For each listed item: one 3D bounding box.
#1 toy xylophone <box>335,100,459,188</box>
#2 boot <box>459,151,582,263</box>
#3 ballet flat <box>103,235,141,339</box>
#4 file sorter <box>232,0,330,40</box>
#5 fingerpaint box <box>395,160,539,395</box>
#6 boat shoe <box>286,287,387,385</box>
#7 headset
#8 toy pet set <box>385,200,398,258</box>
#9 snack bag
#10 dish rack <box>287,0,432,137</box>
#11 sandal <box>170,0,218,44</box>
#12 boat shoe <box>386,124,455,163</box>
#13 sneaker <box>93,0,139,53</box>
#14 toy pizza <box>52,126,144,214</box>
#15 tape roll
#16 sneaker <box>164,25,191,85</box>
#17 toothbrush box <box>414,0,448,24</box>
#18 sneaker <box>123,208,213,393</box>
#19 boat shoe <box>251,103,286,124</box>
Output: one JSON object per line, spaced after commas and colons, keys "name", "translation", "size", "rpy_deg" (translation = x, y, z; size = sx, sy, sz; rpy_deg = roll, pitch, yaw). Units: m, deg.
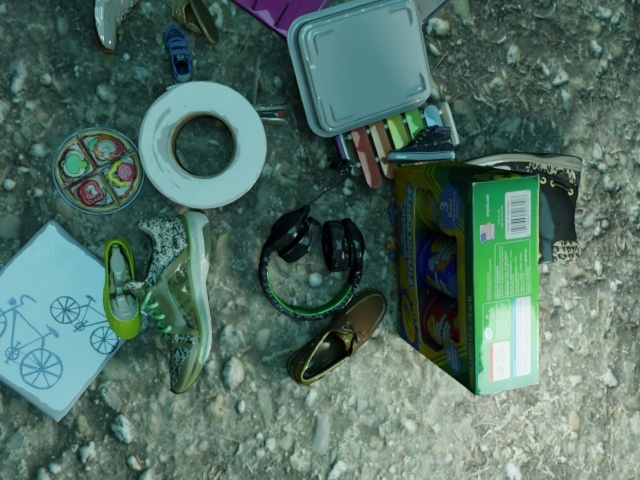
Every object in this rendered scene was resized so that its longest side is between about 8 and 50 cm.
{"name": "toy xylophone", "translation": [0.174, -0.277, 1.688], "size": [0.322, 0.081, 0.236], "rpy_deg": [-26, 93, -15]}
{"name": "boot", "translation": [0.514, -0.078, 1.743], "size": [0.377, 0.138, 0.284], "rpy_deg": [-2, 87, -20]}
{"name": "ballet flat", "translation": [-0.439, 0.105, 1.481], "size": [0.077, 0.077, 0.231], "rpy_deg": [-6, 87, -18]}
{"name": "file sorter", "translation": [-0.098, -0.643, 1.585], "size": [0.290, 0.182, 0.202], "rpy_deg": [34, 79, -10]}
{"name": "fingerpaint box", "translation": [0.313, 0.062, 1.510], "size": [0.163, 0.371, 0.445], "rpy_deg": [-7, 103, -16]}
{"name": "boat shoe", "translation": [0.057, 0.236, 1.616], "size": [0.307, 0.104, 0.111], "rpy_deg": [-45, 98, -13]}
{"name": "headset", "translation": [0.000, 0.000, 1.574], "size": [0.243, 0.185, 0.394], "rpy_deg": [13, 95, -14]}
{"name": "toy pet set", "translation": [0.204, -0.037, 1.706], "size": [0.122, 0.065, 0.114], "rpy_deg": [-27, 129, -12]}
{"name": "snack bag", "translation": [-0.591, 0.167, 1.488], "size": [0.323, 0.037, 0.343], "rpy_deg": [41, 75, -10]}
{"name": "dish rack", "translation": [0.108, -0.406, 1.557], "size": [0.332, 0.072, 0.286], "rpy_deg": [-21, 113, -15]}
{"name": "sandal", "translation": [-0.320, -0.552, 1.591], "size": [0.079, 0.088, 0.240], "rpy_deg": [-25, 86, 17]}
{"name": "boat shoe", "translation": [0.237, -0.232, 1.629], "size": [0.183, 0.065, 0.083], "rpy_deg": [-6, 89, -22]}
{"name": "sneaker", "translation": [-0.453, -0.554, 1.535], "size": [0.121, 0.099, 0.263], "rpy_deg": [3, 87, -19]}
{"name": "toy pizza", "translation": [-0.502, -0.159, 1.530], "size": [0.201, 0.032, 0.201], "rpy_deg": [1, 87, -14]}
{"name": "tape roll", "translation": [-0.265, -0.216, 1.534], "size": [0.286, 0.100, 0.286], "rpy_deg": [-1, 95, -6]}
{"name": "sneaker", "translation": [-0.329, -0.434, 1.577], "size": [0.053, 0.059, 0.144], "rpy_deg": [-14, 90, -13]}
{"name": "toothbrush box", "translation": [0.337, -0.703, 1.686], "size": [0.126, 0.216, 0.295], "rpy_deg": [45, 76, -9]}
{"name": "sneaker", "translation": [-0.345, 0.129, 1.480], "size": [0.182, 0.158, 0.411], "rpy_deg": [3, 78, -29]}
{"name": "boat shoe", "translation": [-0.150, -0.306, 1.622], "size": [0.137, 0.049, 0.043], "rpy_deg": [2, 80, -13]}
